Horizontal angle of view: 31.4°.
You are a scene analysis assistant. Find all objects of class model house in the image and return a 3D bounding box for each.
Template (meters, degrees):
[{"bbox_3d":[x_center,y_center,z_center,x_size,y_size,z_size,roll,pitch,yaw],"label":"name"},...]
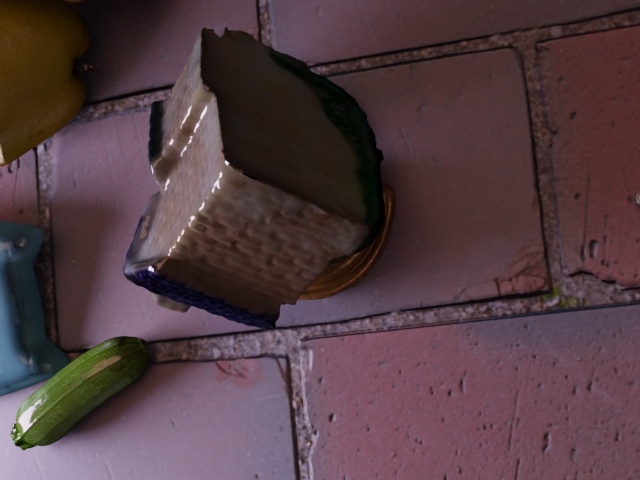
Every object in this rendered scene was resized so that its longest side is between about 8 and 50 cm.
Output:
[{"bbox_3d":[-0.103,-0.053,1.351,0.284,0.243,0.298,-48,30,29],"label":"model house"}]

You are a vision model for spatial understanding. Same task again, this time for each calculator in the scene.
[{"bbox_3d":[-0.537,0.102,1.508,0.386,0.054,0.256,-7,100,13],"label":"calculator"}]

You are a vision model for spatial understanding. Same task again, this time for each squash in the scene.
[{"bbox_3d":[-0.312,0.195,1.459,0.219,0.077,0.068,-38,67,10],"label":"squash"}]

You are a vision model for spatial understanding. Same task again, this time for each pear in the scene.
[{"bbox_3d":[-0.389,-0.244,1.489,0.178,0.267,0.267,-22,76,-16],"label":"pear"}]

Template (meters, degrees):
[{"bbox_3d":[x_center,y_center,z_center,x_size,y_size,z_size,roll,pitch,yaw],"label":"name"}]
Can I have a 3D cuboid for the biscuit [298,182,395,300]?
[{"bbox_3d":[0.000,0.000,1.424,0.221,0.029,0.142,-26,76,10],"label":"biscuit"}]

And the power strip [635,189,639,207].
[{"bbox_3d":[0.449,-0.088,1.310,0.081,0.035,0.192,42,94,16],"label":"power strip"}]
